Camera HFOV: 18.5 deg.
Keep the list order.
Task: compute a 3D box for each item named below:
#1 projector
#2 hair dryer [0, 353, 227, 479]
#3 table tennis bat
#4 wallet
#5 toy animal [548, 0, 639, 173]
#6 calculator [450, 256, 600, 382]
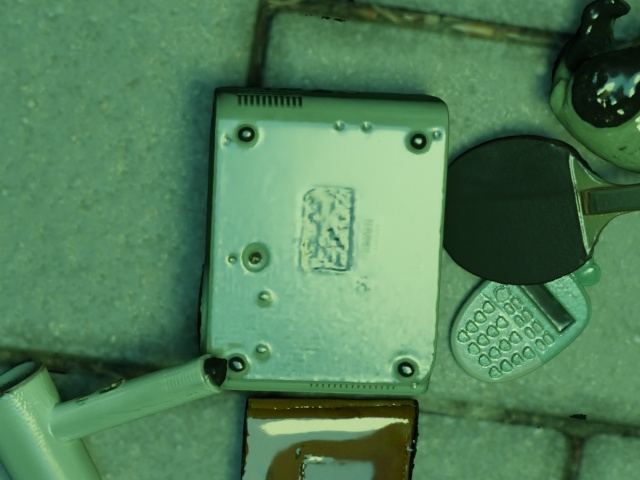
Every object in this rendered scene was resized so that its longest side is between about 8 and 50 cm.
[{"bbox_3d":[0.000,0.000,1.657,0.198,0.108,0.250,3,101,-5],"label":"projector"},{"bbox_3d":[-0.171,0.148,1.653,0.236,0.073,0.131,-22,104,23],"label":"hair dryer"},{"bbox_3d":[0.202,-0.029,1.675,0.220,0.019,0.130,-6,101,20],"label":"table tennis bat"},{"bbox_3d":[0.001,0.233,1.737,0.161,0.042,0.195,2,98,-10],"label":"wallet"},{"bbox_3d":[0.298,-0.103,1.675,0.225,0.094,0.121,31,108,-21],"label":"toy animal"},{"bbox_3d":[0.182,0.063,1.729,0.153,0.021,0.095,-42,102,3],"label":"calculator"}]
